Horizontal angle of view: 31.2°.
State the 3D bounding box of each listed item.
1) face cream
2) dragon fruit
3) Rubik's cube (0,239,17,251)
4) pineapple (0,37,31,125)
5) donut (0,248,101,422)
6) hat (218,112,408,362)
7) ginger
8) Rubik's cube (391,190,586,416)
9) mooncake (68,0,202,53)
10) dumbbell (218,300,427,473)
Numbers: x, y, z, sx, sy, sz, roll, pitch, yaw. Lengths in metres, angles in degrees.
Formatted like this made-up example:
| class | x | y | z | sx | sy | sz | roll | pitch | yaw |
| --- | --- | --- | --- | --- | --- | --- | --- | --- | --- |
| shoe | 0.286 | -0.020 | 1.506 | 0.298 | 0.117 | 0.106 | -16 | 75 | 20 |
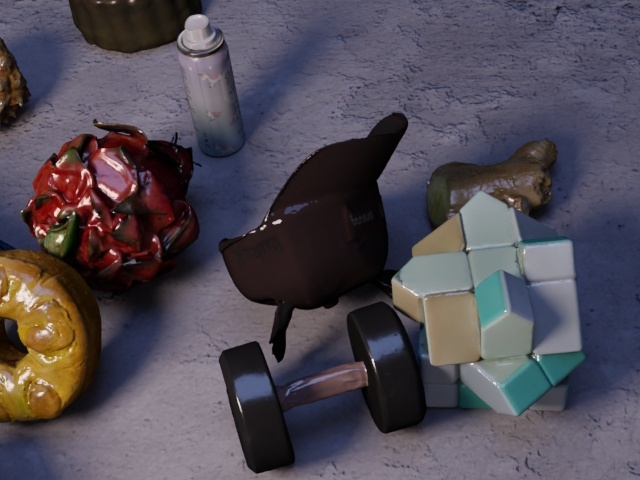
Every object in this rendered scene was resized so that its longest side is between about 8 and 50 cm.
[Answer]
| class | x | y | z | sx | sy | sz | roll | pitch | yaw |
| --- | --- | --- | --- | --- | --- | --- | --- | --- | --- |
| face cream | -0.161 | -0.226 | 1.667 | 0.075 | 0.229 | 0.075 | -4 | 50 | 4 |
| dragon fruit | -0.257 | -0.049 | 1.551 | 0.234 | 0.233 | 0.293 | 33 | 46 | 30 |
| Rubik's cube | -0.579 | 0.051 | 1.493 | 0.250 | 0.284 | 0.234 | 33 | 91 | 4 |
| pineapple | -0.555 | -0.231 | 1.776 | 0.193 | 0.166 | 0.166 | -30 | 52 | -9 |
| donut | -0.378 | 0.118 | 1.418 | 0.227 | 0.226 | 0.114 | 9 | 11 | 15 |
| hat | 0.027 | 0.008 | 1.432 | 0.238 | 0.336 | 0.209 | -27 | 79 | -50 |
| ginger | 0.251 | -0.071 | 1.588 | 0.213 | 0.074 | 0.137 | -16 | 49 | -14 |
| Rubik's cube | 0.199 | 0.084 | 1.361 | 0.224 | 0.213 | 0.265 | 0 | 52 | 6 |
| mooncake | -0.319 | -0.428 | 1.935 | 0.228 | 0.124 | 0.228 | -4 | 47 | 4 |
| dumbbell | 0.001 | 0.173 | 1.350 | 0.218 | 0.152 | 0.152 | -17 | 49 | -7 |
